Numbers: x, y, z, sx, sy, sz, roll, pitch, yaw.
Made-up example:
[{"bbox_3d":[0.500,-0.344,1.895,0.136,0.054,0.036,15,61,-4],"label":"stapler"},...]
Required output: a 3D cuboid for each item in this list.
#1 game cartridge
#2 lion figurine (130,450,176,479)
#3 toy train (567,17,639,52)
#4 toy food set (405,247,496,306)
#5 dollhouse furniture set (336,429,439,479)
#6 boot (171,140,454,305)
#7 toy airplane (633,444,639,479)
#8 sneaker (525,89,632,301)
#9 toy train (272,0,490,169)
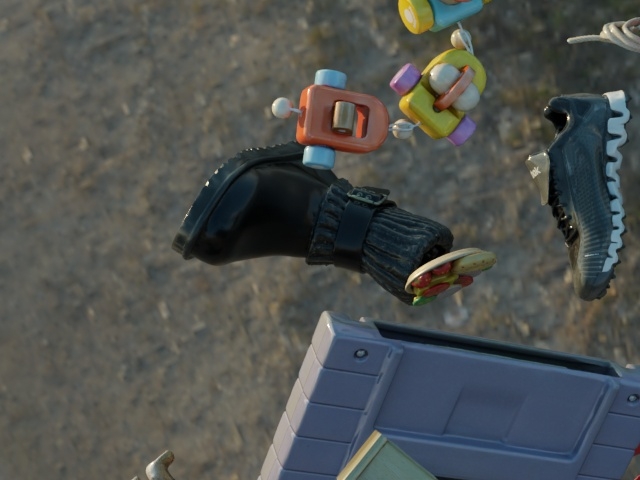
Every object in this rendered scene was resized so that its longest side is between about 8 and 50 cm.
[{"bbox_3d":[0.130,0.200,1.501,0.355,0.230,0.068,11,21,-23],"label":"game cartridge"},{"bbox_3d":[-0.165,0.375,1.744,0.142,0.240,0.392,-41,-6,32],"label":"lion figurine"},{"bbox_3d":[0.293,-0.189,1.240,0.248,0.143,0.105,7,60,28],"label":"toy train"},{"bbox_3d":[0.115,0.031,1.405,0.083,0.082,0.020,-20,73,-8],"label":"toy food set"},{"bbox_3d":[0.061,0.239,0.973,0.182,0.101,0.161,39,85,-4],"label":"dollhouse furniture set"},{"bbox_3d":[0.002,-0.004,1.956,0.260,0.131,0.348,35,30,16],"label":"boot"},{"bbox_3d":[0.349,0.211,1.639,0.151,0.151,0.028,-30,63,-11],"label":"toy airplane"},{"bbox_3d":[0.263,-0.052,1.661,0.106,0.078,0.234,8,74,-6],"label":"sneaker"},{"bbox_3d":[0.046,-0.117,0.936,0.125,0.046,0.166,14,81,-17],"label":"toy train"}]
